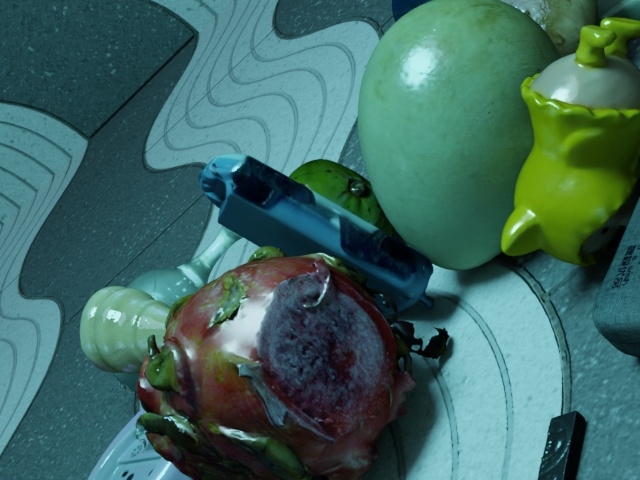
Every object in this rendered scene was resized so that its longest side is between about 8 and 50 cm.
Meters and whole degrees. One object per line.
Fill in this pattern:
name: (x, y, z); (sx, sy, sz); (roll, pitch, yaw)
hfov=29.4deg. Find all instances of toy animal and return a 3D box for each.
toy animal: (0.243, -0.090, 1.123); (0.156, 0.156, 0.229); (-100, 18, -62)

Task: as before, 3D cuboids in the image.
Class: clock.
clock: (-0.194, 0.283, 1.447); (0.227, 0.090, 0.248); (-18, 34, 49)

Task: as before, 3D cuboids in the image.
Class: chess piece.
chess piece: (-0.123, 0.116, 1.487); (0.397, 0.117, 0.117); (0, 49, 39)

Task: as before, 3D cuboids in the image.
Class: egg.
egg: (0.146, -0.108, 1.273); (0.218, 0.295, 0.218); (2, 25, -1)

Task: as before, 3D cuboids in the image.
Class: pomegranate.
pomegranate: (0.000, 0.000, 1.484); (0.191, 0.152, 0.131); (-56, 1, -7)

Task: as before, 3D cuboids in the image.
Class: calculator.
calculator: (-0.003, -0.002, 1.328); (0.051, 0.293, 0.173); (-61, 3, -17)

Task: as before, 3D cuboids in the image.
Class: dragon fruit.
dragon fruit: (-0.053, 0.138, 1.246); (0.269, 0.250, 0.291); (-55, 10, -29)

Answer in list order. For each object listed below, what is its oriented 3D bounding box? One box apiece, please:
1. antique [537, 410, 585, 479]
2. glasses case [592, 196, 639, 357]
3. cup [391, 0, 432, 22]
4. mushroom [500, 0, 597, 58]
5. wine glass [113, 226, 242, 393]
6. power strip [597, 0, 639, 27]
antique: (0.182, 0.219, 0.976); (0.031, 0.015, 0.192); (-26, 31, 42)
glasses case: (0.345, -0.042, 1.041); (0.131, 0.074, 0.323); (-13, 40, 55)
cup: (0.197, -0.348, 1.789); (0.138, 0.150, 0.113); (4, 89, 64)
mushroom: (0.211, -0.224, 1.437); (0.278, 0.146, 0.278); (-12, 75, 54)
wine glass: (-0.188, 0.069, 1.723); (0.321, 0.143, 0.143); (-51, 23, -5)
power strip: (0.386, -0.292, 1.408); (0.286, 0.048, 0.080); (-28, 28, 39)
